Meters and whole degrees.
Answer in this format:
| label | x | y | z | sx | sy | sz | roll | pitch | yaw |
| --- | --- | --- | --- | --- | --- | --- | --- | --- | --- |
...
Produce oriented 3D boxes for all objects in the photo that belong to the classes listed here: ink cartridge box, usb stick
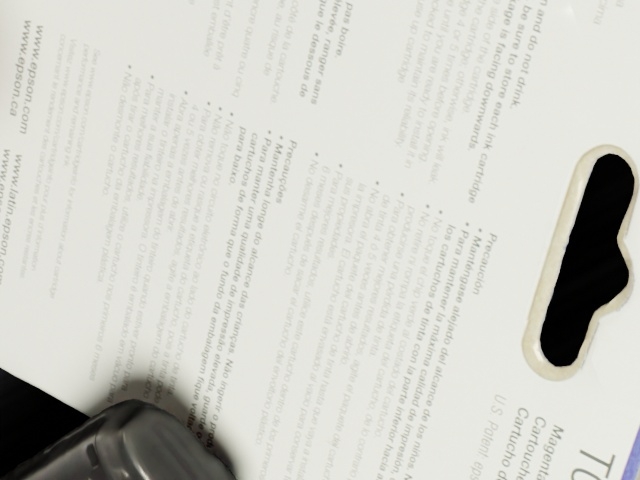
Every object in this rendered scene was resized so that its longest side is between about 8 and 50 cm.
| label | x | y | z | sx | sy | sz | roll | pitch | yaw |
| --- | --- | --- | --- | --- | --- | --- | --- | --- | --- |
| ink cartridge box | 0.002 | -0.049 | 0.730 | 0.330 | 0.071 | 0.324 | 25 | 120 | 20 |
| usb stick | -0.117 | 0.133 | 0.848 | 0.077 | 0.045 | 0.278 | 52 | 145 | -3 |
